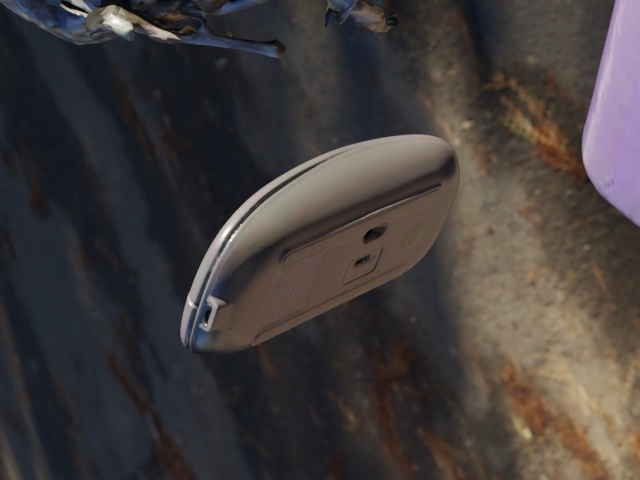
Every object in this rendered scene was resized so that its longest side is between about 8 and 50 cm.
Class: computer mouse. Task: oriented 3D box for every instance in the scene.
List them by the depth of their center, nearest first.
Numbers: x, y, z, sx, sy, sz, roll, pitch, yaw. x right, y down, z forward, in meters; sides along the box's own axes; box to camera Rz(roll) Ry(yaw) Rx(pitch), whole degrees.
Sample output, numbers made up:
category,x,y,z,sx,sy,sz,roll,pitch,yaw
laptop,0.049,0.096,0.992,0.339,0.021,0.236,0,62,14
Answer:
category,x,y,z,sx,sy,sz,roll,pitch,yaw
computer mouse,-0.001,-0.001,0.975,0.057,0.232,0.120,41,133,25

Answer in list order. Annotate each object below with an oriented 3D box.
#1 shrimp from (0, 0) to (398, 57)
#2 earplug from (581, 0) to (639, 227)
category,x,y,z,sx,sy,sz,roll,pitch,yaw
shrimp,-0.027,-0.137,0.637,0.343,0.116,0.145,3,117,34
earplug,0.303,-0.219,0.980,0.215,0.215,0.456,49,149,40
